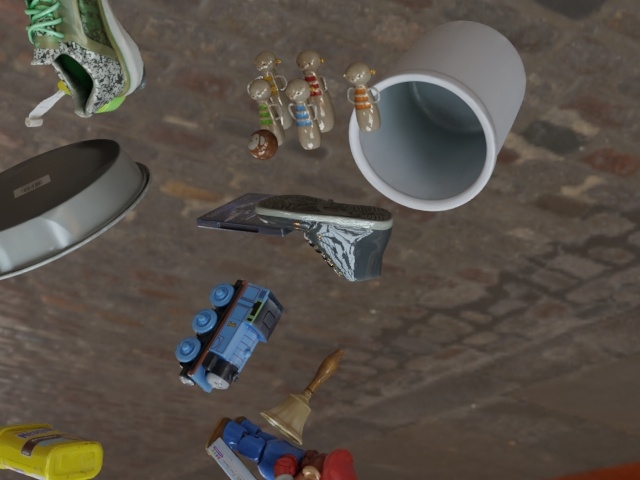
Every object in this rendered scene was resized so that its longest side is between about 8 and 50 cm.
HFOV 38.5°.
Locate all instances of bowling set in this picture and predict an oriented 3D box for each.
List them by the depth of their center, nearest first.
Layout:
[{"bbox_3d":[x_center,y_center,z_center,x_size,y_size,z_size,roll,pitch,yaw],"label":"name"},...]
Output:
[{"bbox_3d":[-0.051,-0.243,1.621,0.287,0.200,0.154,5,119,38],"label":"bowling set"}]

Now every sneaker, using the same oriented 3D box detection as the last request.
[{"bbox_3d":[0.000,0.000,1.476,0.222,0.083,0.118,9,114,4],"label":"sneaker"},{"bbox_3d":[-0.475,-0.400,1.670,0.158,0.182,0.410,-7,129,32],"label":"sneaker"}]

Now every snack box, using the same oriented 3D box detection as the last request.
[{"bbox_3d":[-0.144,0.442,1.711,0.141,0.037,0.100,41,165,35],"label":"snack box"}]

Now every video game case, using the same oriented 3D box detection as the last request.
[{"bbox_3d":[-0.133,-0.066,2.186,0.274,0.196,0.026,6,115,38],"label":"video game case"}]

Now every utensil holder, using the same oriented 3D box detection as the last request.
[{"bbox_3d":[0.284,-0.298,2.110,0.327,0.385,0.328,12,124,19],"label":"utensil holder"}]

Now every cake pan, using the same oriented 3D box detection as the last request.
[{"bbox_3d":[-0.363,-0.048,1.185,0.293,0.293,0.054,-8,120,25],"label":"cake pan"}]

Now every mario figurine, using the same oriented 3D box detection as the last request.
[{"bbox_3d":[-0.072,0.463,1.775,0.320,0.198,0.170,19,125,28],"label":"mario figurine"}]

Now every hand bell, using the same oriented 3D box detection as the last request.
[{"bbox_3d":[-0.024,0.362,2.234,0.126,0.242,0.126,35,165,11],"label":"hand bell"}]

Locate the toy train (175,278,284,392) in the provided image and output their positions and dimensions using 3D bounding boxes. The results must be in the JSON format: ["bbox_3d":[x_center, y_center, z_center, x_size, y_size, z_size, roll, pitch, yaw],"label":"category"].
[{"bbox_3d":[-0.138,0.142,1.374,0.105,0.184,0.080,16,154,33],"label":"toy train"}]

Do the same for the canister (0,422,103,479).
[{"bbox_3d":[-0.476,0.368,1.589,0.170,0.073,0.126,4,178,38],"label":"canister"}]

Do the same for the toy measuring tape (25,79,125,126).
[{"bbox_3d":[-0.518,-0.302,1.992,0.330,0.121,0.121,-32,137,31],"label":"toy measuring tape"}]
